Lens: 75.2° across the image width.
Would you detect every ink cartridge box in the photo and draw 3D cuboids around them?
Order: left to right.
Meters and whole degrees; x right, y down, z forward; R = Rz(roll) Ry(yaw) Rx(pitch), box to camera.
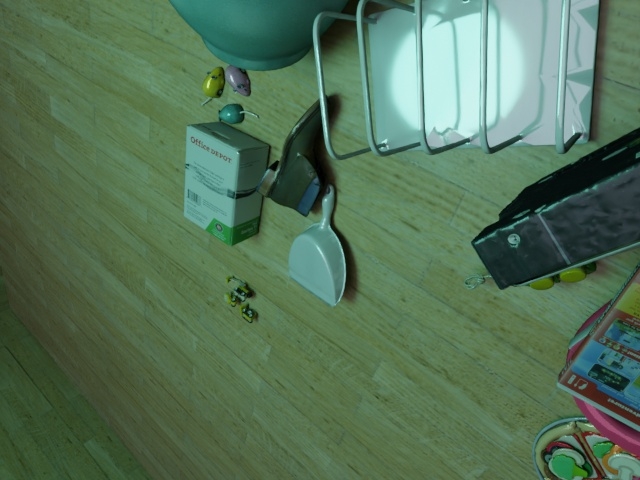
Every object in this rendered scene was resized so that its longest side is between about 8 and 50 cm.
[{"bbox_3d":[-0.197,-0.119,0.849,0.153,0.087,0.208,31,126,25],"label":"ink cartridge box"}]

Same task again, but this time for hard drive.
[{"bbox_3d":[0.323,-0.078,0.355,0.339,0.237,0.064,-34,86,41],"label":"hard drive"}]

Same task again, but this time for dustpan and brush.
[{"bbox_3d":[0.000,0.000,0.773,0.147,0.060,0.211,30,132,41],"label":"dustpan and brush"}]

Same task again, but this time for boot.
[{"bbox_3d":[-0.017,-0.140,0.724,0.106,0.082,0.219,35,126,-5],"label":"boot"}]

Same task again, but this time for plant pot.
[{"bbox_3d":[-0.085,-0.363,0.556,0.293,0.293,0.196,45,157,14],"label":"plant pot"}]

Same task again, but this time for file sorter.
[{"bbox_3d":[0.149,-0.195,0.486,0.278,0.173,0.192,7,112,37],"label":"file sorter"}]

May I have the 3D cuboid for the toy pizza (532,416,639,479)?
[{"bbox_3d":[0.415,0.349,0.600,0.201,0.032,0.201,16,118,33],"label":"toy pizza"}]

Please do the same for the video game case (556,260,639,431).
[{"bbox_3d":[0.417,0.104,0.428,0.204,0.025,0.285,28,121,22],"label":"video game case"}]

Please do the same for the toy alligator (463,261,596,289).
[{"bbox_3d":[0.291,0.042,0.558,0.051,0.056,0.190,33,140,-30],"label":"toy alligator"}]

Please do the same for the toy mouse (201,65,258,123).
[{"bbox_3d":[-0.175,-0.278,0.800,0.143,0.031,0.161,48,130,12],"label":"toy mouse"}]

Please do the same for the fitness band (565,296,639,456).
[{"bbox_3d":[0.434,0.145,0.483,0.209,0.054,0.290,43,127,13],"label":"fitness band"}]

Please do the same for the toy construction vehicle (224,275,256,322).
[{"bbox_3d":[-0.189,0.138,0.994,0.098,0.035,0.085,30,136,29],"label":"toy construction vehicle"}]
